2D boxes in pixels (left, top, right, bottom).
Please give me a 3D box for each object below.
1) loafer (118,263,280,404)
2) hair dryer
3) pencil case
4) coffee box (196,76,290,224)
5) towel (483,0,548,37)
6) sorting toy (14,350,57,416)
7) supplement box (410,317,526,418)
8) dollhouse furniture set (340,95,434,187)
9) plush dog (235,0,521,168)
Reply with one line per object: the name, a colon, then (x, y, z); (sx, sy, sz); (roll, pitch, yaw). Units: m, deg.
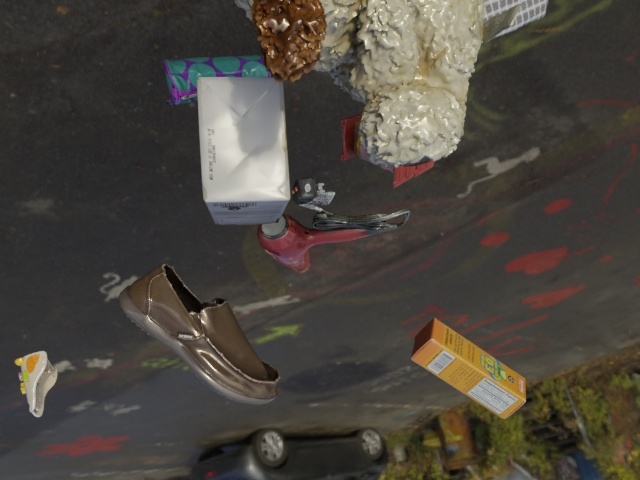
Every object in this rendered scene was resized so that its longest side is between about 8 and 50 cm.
loafer: (-0.215, 0.179, 1.156); (0.130, 0.366, 0.134); (-51, -173, 7)
hair dryer: (0.000, 0.000, 1.057); (0.224, 0.080, 0.293); (18, 153, -21)
pencil case: (-0.147, -0.230, 0.856); (0.152, 0.070, 0.064); (-11, 151, -22)
coffee box: (-0.098, -0.101, 0.765); (0.098, 0.141, 0.246); (-2, 177, -7)
towel: (0.269, -0.452, 0.975); (0.284, 0.121, 0.235); (-31, 130, -27)
sorting toy: (-0.394, 0.203, 0.823); (0.045, 0.075, 0.083); (-6, 154, -16)
supplement box: (0.302, 0.260, 1.209); (0.233, 0.078, 0.080); (35, 123, -5)
dollhouse furniture set: (0.164, -0.345, 1.426); (0.152, 0.201, 0.374); (-28, 132, -32)
plush dog: (0.030, -0.218, 0.557); (0.226, 0.262, 0.210); (12, 124, -20)
